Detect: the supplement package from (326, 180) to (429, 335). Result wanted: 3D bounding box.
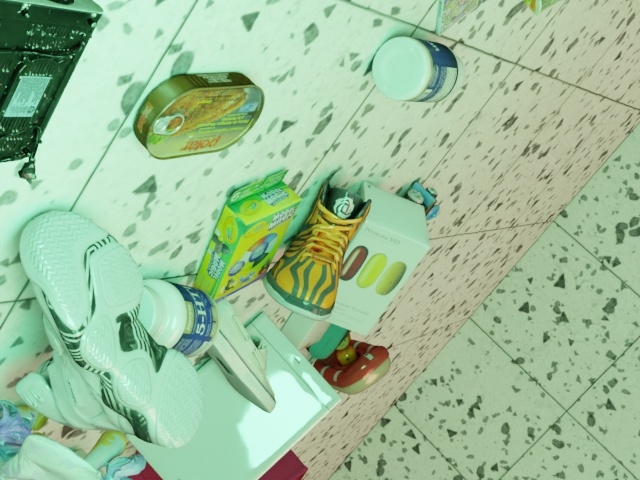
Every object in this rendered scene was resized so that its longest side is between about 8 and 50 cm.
[{"bbox_3d":[0.084,0.036,1.673,0.134,0.139,0.244,-89,-155,-53],"label":"supplement package"}]

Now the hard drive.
[{"bbox_3d":[-0.164,0.342,1.715,0.353,0.233,0.047,-42,175,-9],"label":"hard drive"}]

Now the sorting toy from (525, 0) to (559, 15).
[{"bbox_3d":[0.399,-0.447,1.556,0.083,0.045,0.075,-33,150,-29],"label":"sorting toy"}]

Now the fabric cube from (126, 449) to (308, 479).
[{"bbox_3d":[-0.227,0.509,1.889,0.254,0.258,0.259,-26,153,-39],"label":"fabric cube"}]

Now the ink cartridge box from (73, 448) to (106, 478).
[{"bbox_3d":[-0.490,0.490,1.441,0.223,0.129,0.307,-48,171,10],"label":"ink cartridge box"}]

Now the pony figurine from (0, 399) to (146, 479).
[{"bbox_3d":[-0.381,0.348,1.167,0.303,0.351,0.363,-66,160,9],"label":"pony figurine"}]

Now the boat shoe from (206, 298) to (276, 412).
[{"bbox_3d":[-0.139,0.211,1.615,0.088,0.096,0.267,-48,127,-22],"label":"boat shoe"}]

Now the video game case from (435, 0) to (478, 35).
[{"bbox_3d":[0.215,-0.379,1.366,0.087,0.011,0.122,-39,159,-15],"label":"video game case"}]

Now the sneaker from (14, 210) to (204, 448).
[{"bbox_3d":[-0.309,0.124,1.115,0.366,0.210,0.137,64,35,-33],"label":"sneaker"}]

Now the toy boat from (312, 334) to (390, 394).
[{"bbox_3d":[0.065,0.280,2.198,0.151,0.151,0.231,-35,-159,-26],"label":"toy boat"}]

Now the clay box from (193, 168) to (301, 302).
[{"bbox_3d":[-0.112,-0.005,1.395,0.127,0.053,0.222,-28,156,-43],"label":"clay box"}]

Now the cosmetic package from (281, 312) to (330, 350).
[{"bbox_3d":[0.006,0.133,1.896,0.099,0.060,0.239,-17,146,-51],"label":"cosmetic package"}]

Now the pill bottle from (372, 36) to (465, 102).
[{"bbox_3d":[0.158,-0.260,1.365,0.094,0.094,0.169,-54,159,25],"label":"pill bottle"}]

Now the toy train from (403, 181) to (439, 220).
[{"bbox_3d":[0.174,-0.038,1.868,0.105,0.080,0.184,-3,135,-54],"label":"toy train"}]

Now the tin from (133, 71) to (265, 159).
[{"bbox_3d":[-0.144,-0.151,1.069,0.189,0.040,0.106,-17,142,-53],"label":"tin"}]

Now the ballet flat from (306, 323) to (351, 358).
[{"bbox_3d":[0.057,0.151,1.995,0.280,0.095,0.096,-44,-153,26],"label":"ballet flat"}]

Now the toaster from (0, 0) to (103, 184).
[{"bbox_3d":[-0.286,-0.141,0.695,0.168,0.110,0.186,-11,141,-56],"label":"toaster"}]

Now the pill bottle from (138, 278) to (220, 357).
[{"bbox_3d":[-0.234,0.114,1.303,0.112,0.112,0.186,-47,161,7],"label":"pill bottle"}]

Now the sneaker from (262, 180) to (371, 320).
[{"bbox_3d":[0.000,0.000,1.467,0.180,0.124,0.321,-63,-172,19],"label":"sneaker"}]
